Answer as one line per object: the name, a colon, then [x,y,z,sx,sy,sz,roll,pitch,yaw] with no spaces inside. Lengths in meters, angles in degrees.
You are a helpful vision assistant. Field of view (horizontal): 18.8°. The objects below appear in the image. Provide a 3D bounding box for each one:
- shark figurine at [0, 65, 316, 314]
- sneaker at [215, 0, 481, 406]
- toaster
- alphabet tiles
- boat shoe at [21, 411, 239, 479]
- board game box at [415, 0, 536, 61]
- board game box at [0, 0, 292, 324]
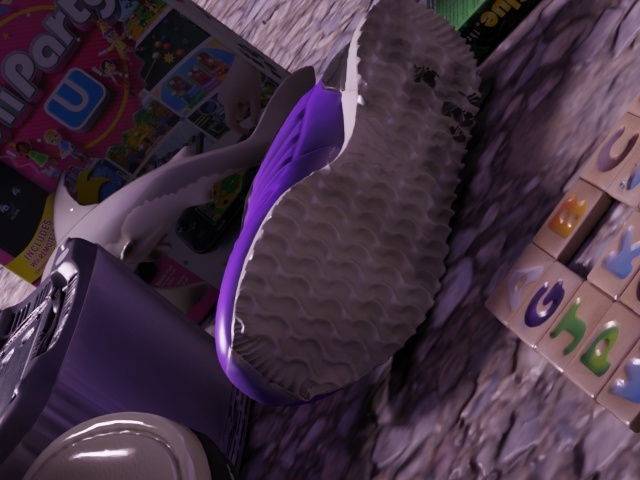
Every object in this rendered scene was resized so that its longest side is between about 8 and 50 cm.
shark figurine: [-0.127,-0.017,1.267,0.278,0.166,0.116,-46,50,23]
sneaker: [0.001,0.000,1.095,0.146,0.102,0.293,-43,15,45]
toaster: [-0.131,0.115,1.129,0.129,0.146,0.227,-47,19,28]
alphabet tiles: [0.171,-0.041,0.849,0.237,0.009,0.198,-55,17,3]
boat shoe: [-0.109,0.194,0.988,0.340,0.113,0.127,-50,41,39]
board game box: [0.094,-0.183,1.289,0.136,0.030,0.260,-44,20,26]
board game box: [-0.169,-0.086,1.338,0.224,0.303,0.097,-52,16,12]
